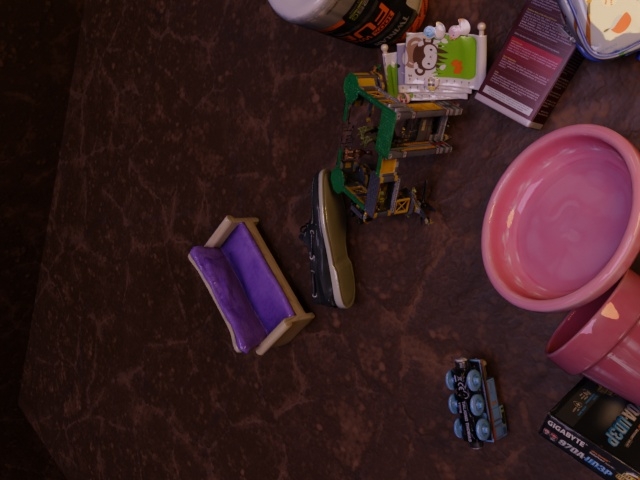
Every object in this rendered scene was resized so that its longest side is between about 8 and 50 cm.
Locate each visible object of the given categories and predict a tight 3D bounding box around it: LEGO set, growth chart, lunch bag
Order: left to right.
[{"bbox_3d":[0.167,-0.204,1.245,0.255,0.192,0.331,41,134,52],"label":"LEGO set"},{"bbox_3d":[0.234,-0.362,1.193,0.237,0.021,0.172,2,122,32],"label":"growth chart"},{"bbox_3d":[0.511,-0.422,0.886,0.303,0.115,0.243,-25,96,22],"label":"lunch bag"}]

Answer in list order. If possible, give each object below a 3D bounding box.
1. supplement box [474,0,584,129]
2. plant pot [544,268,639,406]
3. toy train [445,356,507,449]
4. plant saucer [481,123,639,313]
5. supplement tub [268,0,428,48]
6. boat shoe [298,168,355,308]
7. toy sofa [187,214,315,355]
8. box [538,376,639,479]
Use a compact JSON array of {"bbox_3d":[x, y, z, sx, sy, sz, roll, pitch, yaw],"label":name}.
[{"bbox_3d":[0.408,-0.343,1.065,0.130,0.073,0.239,41,118,30],"label":"supplement box"},{"bbox_3d":[0.511,0.175,0.951,0.180,0.201,0.201,41,119,14],"label":"plant pot"},{"bbox_3d":[0.317,0.326,1.172,0.080,0.105,0.184,-14,84,48],"label":"toy train"},{"bbox_3d":[0.425,-0.032,0.996,0.332,0.084,0.332,-43,38,47],"label":"plant saucer"},{"bbox_3d":[0.066,-0.515,1.170,0.207,0.338,0.207,4,96,40],"label":"supplement tub"},{"bbox_3d":[0.002,0.000,1.405,0.113,0.127,0.340,-7,98,29],"label":"boat shoe"},{"bbox_3d":[-0.192,0.115,1.546,0.150,0.177,0.362,-47,63,33],"label":"toy sofa"},{"bbox_3d":[0.490,0.309,0.947,0.175,0.220,0.051,33,123,35],"label":"box"}]
